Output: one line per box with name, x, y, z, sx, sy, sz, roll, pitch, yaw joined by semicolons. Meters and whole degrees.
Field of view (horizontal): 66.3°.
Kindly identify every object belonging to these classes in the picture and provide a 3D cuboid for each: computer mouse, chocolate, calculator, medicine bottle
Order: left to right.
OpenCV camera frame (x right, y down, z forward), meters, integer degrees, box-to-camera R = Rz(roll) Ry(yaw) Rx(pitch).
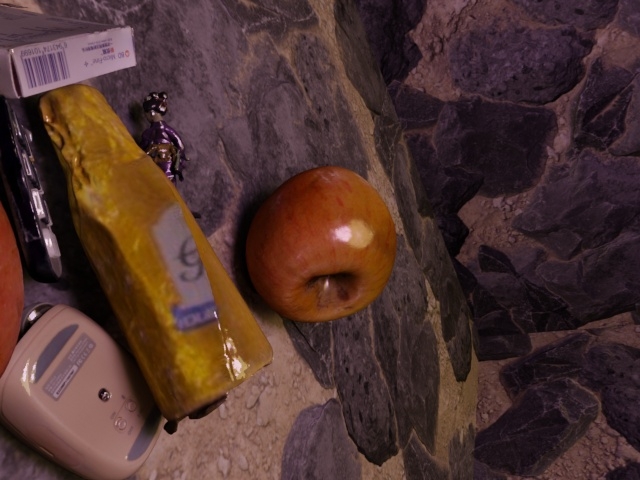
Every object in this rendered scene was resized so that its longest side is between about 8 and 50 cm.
medicine bottle;-0.331;-0.208;0.514;0.171;0.201;0.052;-56;157;-54
calculator;-0.294;-0.042;0.494;0.040;0.268;0.177;-16;94;-30
computer mouse;-0.282;0.183;0.580;0.236;0.082;0.145;58;33;-33
chocolate;-0.229;0.007;0.617;0.445;0.162;0.162;60;28;2

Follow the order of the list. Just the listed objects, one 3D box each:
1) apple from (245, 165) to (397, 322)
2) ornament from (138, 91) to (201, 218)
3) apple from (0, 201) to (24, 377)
apple;0.000;0.000;0.966;0.299;0.299;0.275;43;21;-49
ornament;-0.252;-0.126;0.758;0.088;0.081;0.203;2;76;-63
apple;-0.350;0.038;0.346;0.206;0.252;0.271;-159;-130;-72
